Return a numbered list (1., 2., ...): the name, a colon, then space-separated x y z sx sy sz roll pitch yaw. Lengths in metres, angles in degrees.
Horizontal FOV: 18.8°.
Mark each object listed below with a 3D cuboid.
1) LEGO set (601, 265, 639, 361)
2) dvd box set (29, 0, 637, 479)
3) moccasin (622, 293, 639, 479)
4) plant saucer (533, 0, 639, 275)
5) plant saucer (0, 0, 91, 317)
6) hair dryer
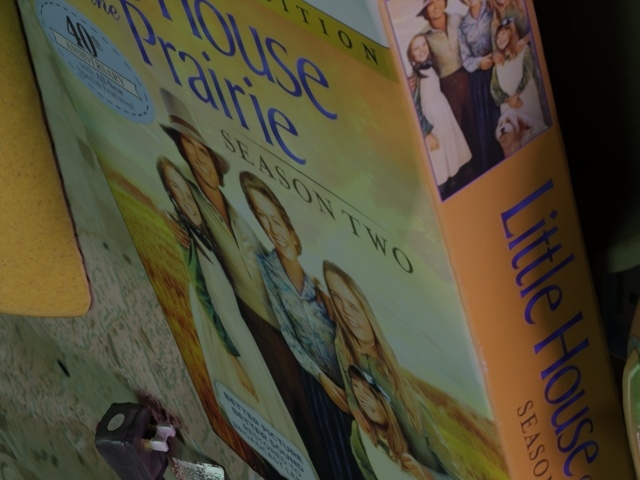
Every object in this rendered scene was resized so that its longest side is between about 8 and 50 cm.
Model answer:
1. LEGO set: 0.167 -0.004 0.661 0.182 0.060 0.244 25 141 31
2. dvd box set: 0.000 0.000 0.798 0.308 0.062 0.420 36 154 43
3. moccasin: 0.188 0.147 0.699 0.147 0.139 0.380 45 171 47
4. plant saucer: 0.049 -0.116 0.677 0.278 0.041 0.278 43 152 31
5. plant saucer: -0.300 -0.116 1.146 0.333 0.081 0.332 28 143 34
6. hair dryer: -0.049 0.251 1.206 0.224 0.080 0.293 26 142 35
